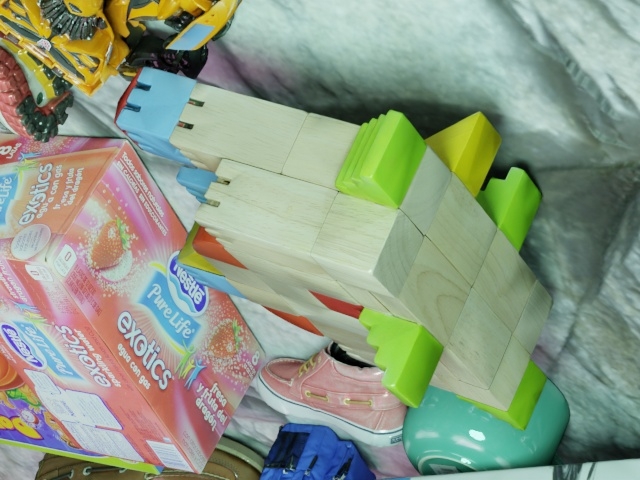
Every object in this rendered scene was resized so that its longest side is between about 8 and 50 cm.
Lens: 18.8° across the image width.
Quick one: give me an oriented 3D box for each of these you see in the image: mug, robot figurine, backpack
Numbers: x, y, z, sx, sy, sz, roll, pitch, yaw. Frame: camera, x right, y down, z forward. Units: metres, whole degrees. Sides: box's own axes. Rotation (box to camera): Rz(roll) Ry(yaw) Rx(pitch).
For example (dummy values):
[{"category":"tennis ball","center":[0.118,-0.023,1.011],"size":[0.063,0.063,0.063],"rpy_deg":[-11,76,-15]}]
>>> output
[{"category":"mug","center":[0.147,0.173,1.647],"size":[0.157,0.097,0.129],"rpy_deg":[29,149,0]},{"category":"robot figurine","center":[-0.149,-0.197,1.354],"size":[0.211,0.085,0.291],"rpy_deg":[37,148,-11]},{"category":"backpack","center":[-0.011,0.248,1.865],"size":[0.101,0.120,0.098],"rpy_deg":[-1,137,41]}]

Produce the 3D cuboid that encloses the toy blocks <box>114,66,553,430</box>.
[{"category":"toy blocks","center":[0.000,0.000,1.427],"size":[0.261,0.191,0.381],"rpy_deg":[17,165,30]}]

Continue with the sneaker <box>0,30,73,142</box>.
[{"category":"sneaker","center":[-0.280,-0.161,1.513],"size":[0.092,0.088,0.225],"rpy_deg":[12,145,29]}]

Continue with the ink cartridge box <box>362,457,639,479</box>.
[{"category":"ink cartridge box","center":[0.204,0.326,1.613],"size":[0.395,0.166,0.285],"rpy_deg":[-7,139,12]}]

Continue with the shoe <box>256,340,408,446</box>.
[{"category":"shoe","center":[0.009,0.118,1.723],"size":[0.178,0.063,0.081],"rpy_deg":[19,125,43]}]

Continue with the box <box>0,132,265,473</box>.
[{"category":"box","center":[-0.194,0.057,1.710],"size":[0.154,0.142,0.300],"rpy_deg":[5,141,35]}]

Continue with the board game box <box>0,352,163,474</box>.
[{"category":"board game box","center":[-0.330,0.116,1.971],"size":[0.347,0.078,0.233],"rpy_deg":[6,143,33]}]

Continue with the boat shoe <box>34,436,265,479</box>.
[{"category":"boat shoe","center":[-0.180,0.265,2.042],"size":[0.307,0.104,0.111],"rpy_deg":[-4,136,42]}]
